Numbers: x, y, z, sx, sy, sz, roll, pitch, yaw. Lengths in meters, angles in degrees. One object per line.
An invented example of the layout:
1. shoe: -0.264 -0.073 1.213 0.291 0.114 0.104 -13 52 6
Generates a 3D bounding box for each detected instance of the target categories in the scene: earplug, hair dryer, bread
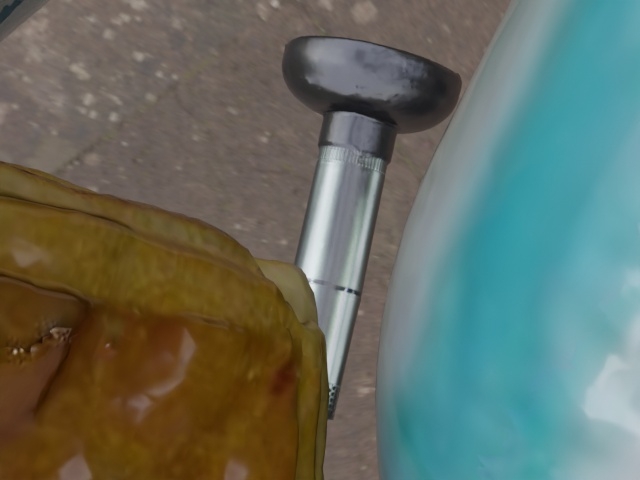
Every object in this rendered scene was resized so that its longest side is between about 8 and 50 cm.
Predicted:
1. earplug: 0.106 -0.018 0.393 0.185 0.185 0.324 40 133 13
2. hair dryer: -0.011 -0.019 1.441 0.155 0.284 0.320 14 93 -20
3. bread: -0.146 0.134 0.384 0.167 0.277 0.325 6 83 44

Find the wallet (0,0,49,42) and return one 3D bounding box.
1. wallet: -0.130 -0.217 0.745 0.083 0.360 0.252 18 121 5
